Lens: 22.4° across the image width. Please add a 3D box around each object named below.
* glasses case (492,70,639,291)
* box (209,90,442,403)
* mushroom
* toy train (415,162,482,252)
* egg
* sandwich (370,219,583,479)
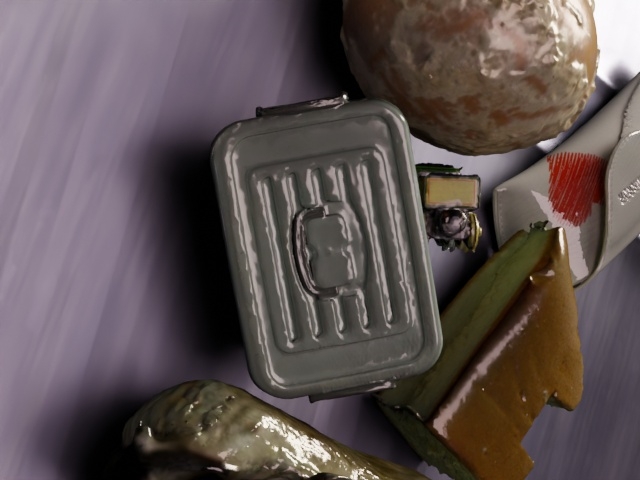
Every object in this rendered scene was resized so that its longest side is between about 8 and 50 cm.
[{"bbox_3d":[0.296,-0.069,1.606,0.308,0.083,0.128,-39,112,-30],"label":"glasses case"},{"bbox_3d":[0.000,0.000,1.335,0.163,0.135,0.243,-12,98,-5],"label":"box"},{"bbox_3d":[-0.011,0.204,1.295,0.344,0.247,0.130,25,63,-20],"label":"mushroom"},{"bbox_3d":[0.101,-0.030,1.405,0.060,0.202,0.081,2,90,-5],"label":"toy train"},{"bbox_3d":[0.131,-0.179,1.418,0.245,0.203,0.203,22,77,-23],"label":"egg"},{"bbox_3d":[0.165,0.105,1.475,0.236,0.122,0.128,-50,118,-18],"label":"sandwich"}]
